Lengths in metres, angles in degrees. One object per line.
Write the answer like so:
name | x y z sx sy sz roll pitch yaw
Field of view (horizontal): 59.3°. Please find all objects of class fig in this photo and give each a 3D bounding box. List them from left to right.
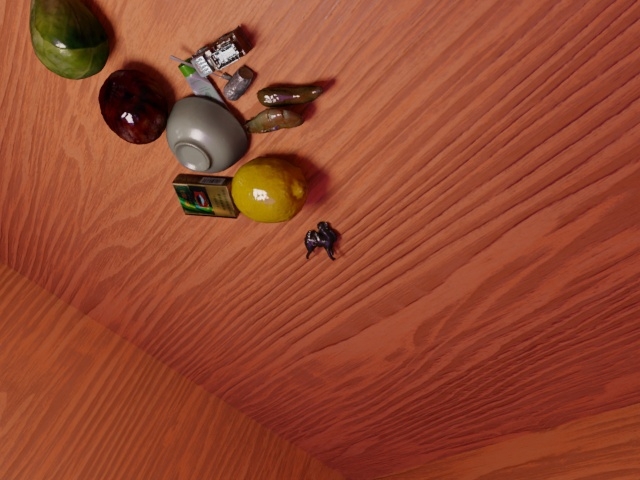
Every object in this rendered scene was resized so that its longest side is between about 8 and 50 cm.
fig | -0.610 -0.432 1.859 0.223 0.224 0.263 10 137 16

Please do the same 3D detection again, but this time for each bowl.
bowl | -0.404 -0.323 1.888 0.289 0.146 0.289 15 144 11

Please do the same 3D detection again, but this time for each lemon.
lemon | -0.170 -0.170 1.899 0.288 0.234 0.234 2 133 28

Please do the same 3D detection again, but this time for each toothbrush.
toothbrush | -0.370 -0.534 1.743 0.194 0.014 0.017 15 110 -17

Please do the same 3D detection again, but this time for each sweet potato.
sweet potato | -0.087 -0.440 1.703 0.232 0.081 0.062 2 105 26

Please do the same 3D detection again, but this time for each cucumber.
cucumber | -0.253 -0.485 1.746 0.064 0.064 0.112 40 132 -16

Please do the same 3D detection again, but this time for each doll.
doll | 0.000 0.000 2.119 0.138 0.057 0.165 6 126 22

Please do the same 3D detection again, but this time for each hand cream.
hand cream | -0.363 -0.465 1.837 0.079 0.050 0.275 18 151 49

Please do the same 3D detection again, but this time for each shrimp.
shrimp | -0.157 -0.375 1.789 0.267 0.145 0.061 -8 85 46

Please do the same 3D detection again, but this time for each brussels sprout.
brussels sprout | -0.783 -0.638 1.732 0.210 0.219 0.272 -12 107 44

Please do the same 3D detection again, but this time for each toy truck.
toy truck | -0.301 -0.543 1.657 0.177 0.115 0.080 -18 123 27

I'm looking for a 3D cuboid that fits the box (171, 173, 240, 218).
box | -0.428 -0.169 2.135 0.239 0.071 0.159 5 136 20
